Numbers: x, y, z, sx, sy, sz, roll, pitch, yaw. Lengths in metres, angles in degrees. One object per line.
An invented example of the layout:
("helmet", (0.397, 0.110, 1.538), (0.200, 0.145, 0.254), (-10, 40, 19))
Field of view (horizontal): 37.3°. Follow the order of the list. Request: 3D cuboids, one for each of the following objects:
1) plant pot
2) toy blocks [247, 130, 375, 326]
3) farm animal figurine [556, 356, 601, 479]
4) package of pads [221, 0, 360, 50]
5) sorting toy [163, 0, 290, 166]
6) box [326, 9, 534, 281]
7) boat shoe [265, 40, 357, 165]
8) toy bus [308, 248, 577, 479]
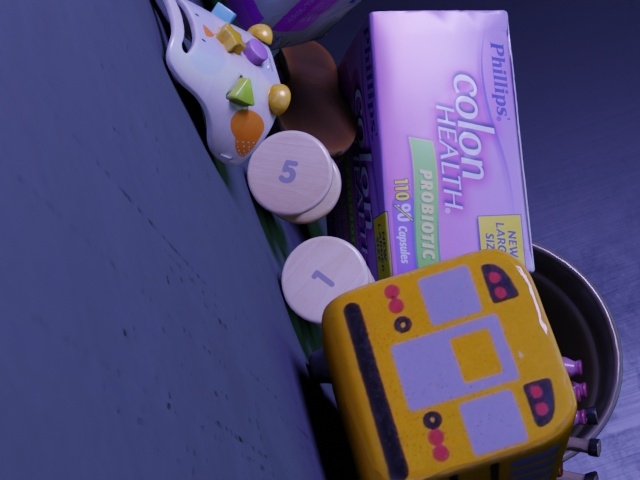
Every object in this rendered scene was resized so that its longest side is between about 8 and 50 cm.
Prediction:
("plant pot", (0.217, 0.189, 1.331), (0.280, 0.323, 0.323), (103, -28, -65))
("toy blocks", (0.000, 0.000, 0.636), (0.148, 0.054, 0.123), (51, 21, -80))
("farm animal figurine", (0.163, 0.261, 0.891), (0.330, 0.172, 0.326), (38, 50, -61))
("package of pads", (-0.029, -0.309, 0.649), (0.229, 0.101, 0.296), (-24, -92, 62))
("sorting toy", (-0.055, -0.091, 0.461), (0.075, 0.045, 0.083), (29, 39, -56))
("box", (0.080, -0.060, 0.846), (0.243, 0.117, 0.213), (146, -59, -77))
("boat shoe", (-0.016, -0.103, 0.815), (0.207, 0.073, 0.073), (-92, -156, -57))
("toy bus", (0.079, 0.121, 0.607), (0.332, 0.130, 0.108), (63, 9, -66))
